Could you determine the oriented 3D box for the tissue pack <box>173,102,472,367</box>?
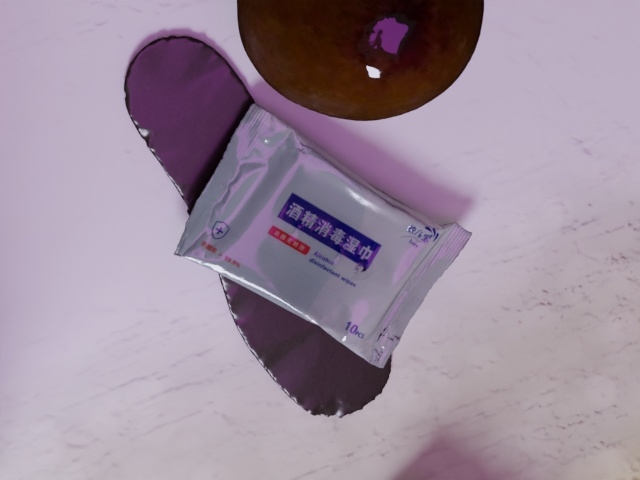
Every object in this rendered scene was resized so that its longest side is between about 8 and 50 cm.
[{"bbox_3d":[0.000,0.000,1.341,0.193,0.026,0.122,30,99,-20],"label":"tissue pack"}]

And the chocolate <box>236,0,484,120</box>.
[{"bbox_3d":[0.029,-0.155,1.232,0.177,0.177,0.177,-4,109,-11],"label":"chocolate"}]

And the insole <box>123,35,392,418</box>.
[{"bbox_3d":[-0.039,-0.007,1.348,0.111,0.007,0.328,-31,112,-3],"label":"insole"}]
